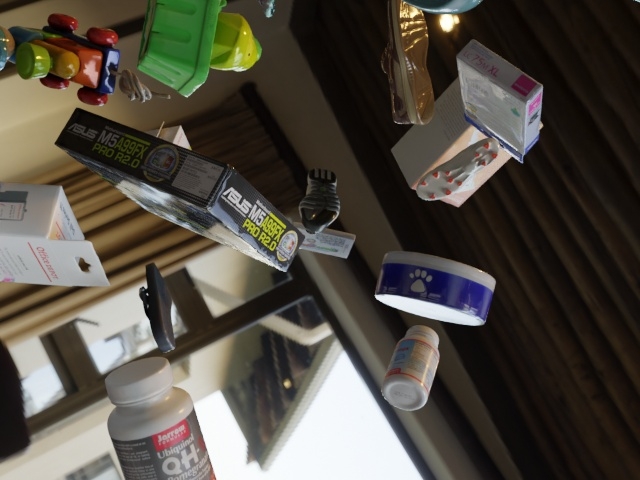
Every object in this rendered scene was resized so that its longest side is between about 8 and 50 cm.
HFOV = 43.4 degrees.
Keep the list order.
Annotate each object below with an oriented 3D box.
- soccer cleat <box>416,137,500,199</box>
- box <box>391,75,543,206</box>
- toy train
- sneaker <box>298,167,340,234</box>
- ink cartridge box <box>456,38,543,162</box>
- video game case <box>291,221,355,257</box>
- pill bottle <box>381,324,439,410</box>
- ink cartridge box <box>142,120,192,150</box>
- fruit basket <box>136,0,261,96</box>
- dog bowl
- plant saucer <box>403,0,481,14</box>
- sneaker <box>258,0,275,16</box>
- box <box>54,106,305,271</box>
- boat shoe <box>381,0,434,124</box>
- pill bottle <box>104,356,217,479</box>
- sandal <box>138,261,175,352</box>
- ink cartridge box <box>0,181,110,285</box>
[{"bbox_3d":[0.289,-0.148,1.681,0.068,0.196,0.076,55,15,-11],"label":"soccer cleat"},{"bbox_3d":[0.405,-0.288,2.252,0.345,0.215,0.168,-47,-135,30],"label":"box"},{"bbox_3d":[-0.334,-0.233,1.066,0.248,0.143,0.105,25,-70,31],"label":"toy train"},{"bbox_3d":[-0.007,-0.051,1.773,0.228,0.086,0.132,-79,-179,-55],"label":"sneaker"},{"bbox_3d":[0.392,-0.296,1.758,0.186,0.065,0.311,41,-7,21],"label":"ink cartridge box"},{"bbox_3d":[0.000,0.000,1.994,0.143,0.157,0.019,107,-5,-70],"label":"video game case"},{"bbox_3d":[0.177,0.238,1.532,0.087,0.160,0.087,11,-51,14],"label":"pill bottle"},{"bbox_3d":[-0.301,-0.149,1.550,0.092,0.090,0.143,-80,157,-47],"label":"ink cartridge box"},{"bbox_3d":[-0.313,-0.593,2.289,0.283,0.392,0.392,-8,-73,66],"label":"fruit basket"},{"bbox_3d":[0.263,0.113,1.860,0.265,0.265,0.104,167,-60,-69],"label":"dog bowl"},{"bbox_3d":[0.161,-0.522,1.389,0.317,0.044,0.317,39,-23,20],"label":"plant saucer"},{"bbox_3d":[-0.116,-0.439,1.433,0.038,0.069,0.098,88,1,-64],"label":"sneaker"},{"bbox_3d":[-0.179,-0.064,1.041,0.270,0.060,0.216,22,-11,30],"label":"box"},{"bbox_3d":[0.204,-0.464,2.067,0.123,0.123,0.342,4,-64,41],"label":"boat shoe"},{"bbox_3d":[-0.326,0.406,1.625,0.176,0.176,0.318,14,-58,64],"label":"pill bottle"},{"bbox_3d":[-0.334,0.126,1.594,0.254,0.054,0.097,-113,-177,-59],"label":"sandal"},{"bbox_3d":[-0.581,-0.012,1.525,0.207,0.354,0.119,96,-2,-61],"label":"ink cartridge box"}]
